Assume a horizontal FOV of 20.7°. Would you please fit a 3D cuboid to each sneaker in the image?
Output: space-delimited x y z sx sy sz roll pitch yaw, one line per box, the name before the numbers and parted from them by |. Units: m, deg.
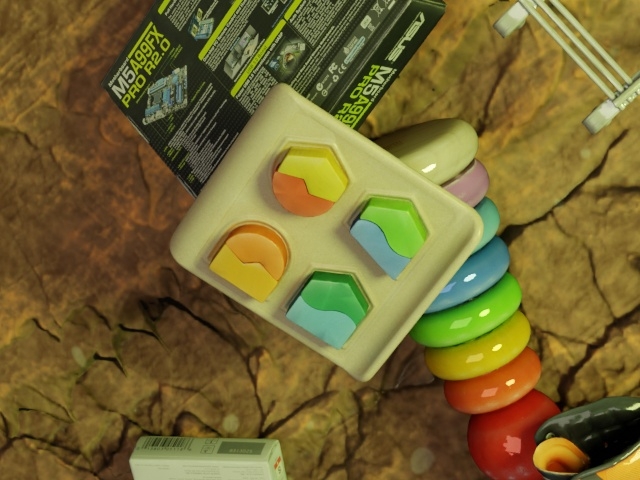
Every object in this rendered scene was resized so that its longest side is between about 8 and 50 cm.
sneaker | 0.224 0.247 1.513 0.180 0.124 0.321 32 105 -29

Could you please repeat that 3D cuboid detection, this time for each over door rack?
over door rack | 0.263 -0.276 1.396 0.324 0.108 0.239 -43 89 15

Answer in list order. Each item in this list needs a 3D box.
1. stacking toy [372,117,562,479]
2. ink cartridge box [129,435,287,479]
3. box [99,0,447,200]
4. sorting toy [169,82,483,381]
stacking toy | 0.122 0.068 1.528 0.141 0.141 0.330 -17 104 21
ink cartridge box | -0.096 0.272 1.710 0.145 0.045 0.179 -1 123 17
box | -0.047 -0.165 1.503 0.216 0.060 0.270 49 115 27
sorting toy | 0.000 0.000 1.440 0.208 0.038 0.193 35 118 -2
